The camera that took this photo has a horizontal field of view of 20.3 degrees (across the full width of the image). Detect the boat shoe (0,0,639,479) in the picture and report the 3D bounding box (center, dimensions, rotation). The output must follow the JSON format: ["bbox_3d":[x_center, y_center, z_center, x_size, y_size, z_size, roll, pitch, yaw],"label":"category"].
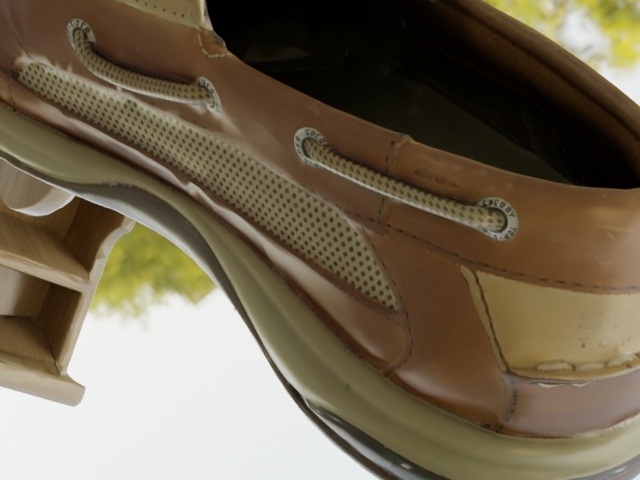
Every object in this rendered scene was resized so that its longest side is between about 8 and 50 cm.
[{"bbox_3d":[-0.015,-0.062,0.521,0.122,0.324,0.120,-29,144,-37],"label":"boat shoe"}]

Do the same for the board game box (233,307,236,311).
[{"bbox_3d":[0.000,0.000,1.275,0.154,0.103,0.026,2,155,-35],"label":"board game box"}]

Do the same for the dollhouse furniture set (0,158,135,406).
[{"bbox_3d":[-0.104,-0.005,1.072,0.394,0.362,0.256,16,-94,50],"label":"dollhouse furniture set"}]
